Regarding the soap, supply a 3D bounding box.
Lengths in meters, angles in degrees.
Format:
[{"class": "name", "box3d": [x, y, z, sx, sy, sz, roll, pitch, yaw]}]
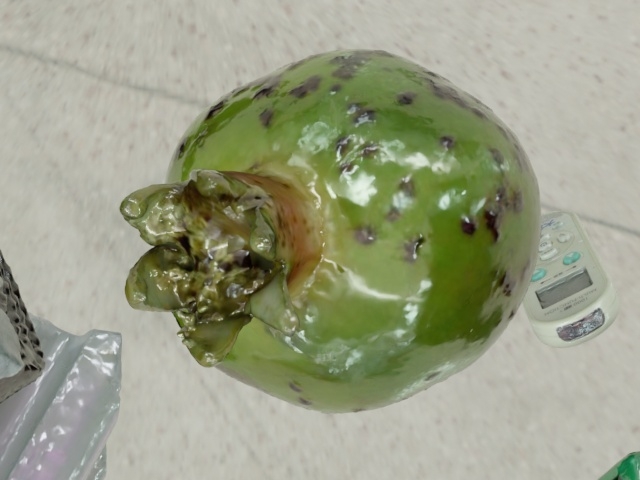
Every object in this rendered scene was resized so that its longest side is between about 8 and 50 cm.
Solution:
[{"class": "soap", "box3d": [-0.307, 0.176, 1.244, 0.258, 0.159, 0.302, 25, 62, 2]}]

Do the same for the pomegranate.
[{"class": "pomegranate", "box3d": [0.017, -0.003, 1.002, 0.231, 0.286, 0.231, 0, 95, 2]}]

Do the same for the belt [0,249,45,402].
[{"class": "belt", "box3d": [-0.266, -0.020, 0.965, 0.164, 0.184, 0.289, -32, 88, 8]}]

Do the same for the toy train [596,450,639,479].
[{"class": "toy train", "box3d": [0.289, 0.147, 0.944, 0.249, 0.178, 0.429, 0, 148, -27]}]

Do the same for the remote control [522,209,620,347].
[{"class": "remote control", "box3d": [0.210, 0.033, 1.530, 0.078, 0.221, 0.042, -26, 112, 7]}]
